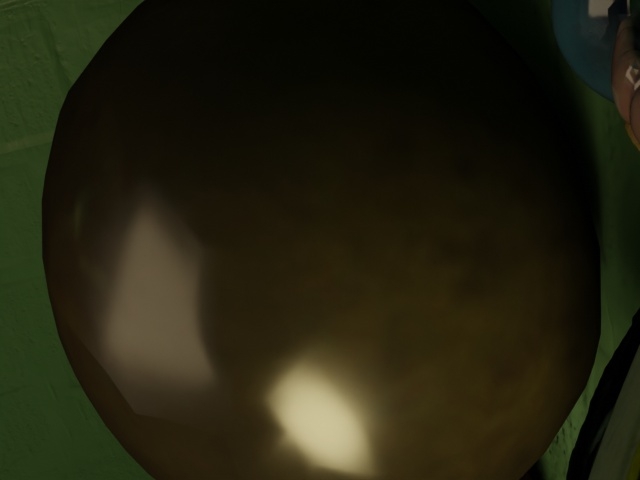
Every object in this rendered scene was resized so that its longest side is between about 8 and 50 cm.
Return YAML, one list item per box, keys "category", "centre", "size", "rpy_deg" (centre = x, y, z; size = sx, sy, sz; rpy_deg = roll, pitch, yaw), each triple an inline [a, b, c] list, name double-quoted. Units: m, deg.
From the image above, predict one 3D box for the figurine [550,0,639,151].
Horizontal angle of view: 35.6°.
- category: "figurine"
  centre: [0.138, -0.086, 0.315]
  size: [0.178, 0.114, 0.145]
  rpy_deg: [-81, 5, -52]

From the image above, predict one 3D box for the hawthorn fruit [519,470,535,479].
- category: "hawthorn fruit"
  centre: [0.072, 0.280, 0.883]
  size: [0.316, 0.315, 0.316]
  rpy_deg: [163, 90, -81]

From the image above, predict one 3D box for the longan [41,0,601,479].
- category: "longan"
  centre: [0.000, 0.000, 0.644]
  size: [0.404, 0.336, 0.405]
  rpy_deg: [50, -160, -26]

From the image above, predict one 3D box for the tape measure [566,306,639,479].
- category: "tape measure"
  centre: [0.160, 0.085, 0.296]
  size: [0.207, 0.115, 0.235]
  rpy_deg: [-63, 9, -3]
